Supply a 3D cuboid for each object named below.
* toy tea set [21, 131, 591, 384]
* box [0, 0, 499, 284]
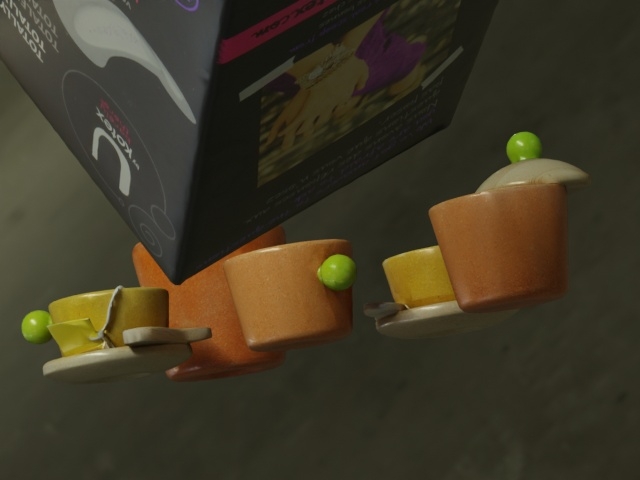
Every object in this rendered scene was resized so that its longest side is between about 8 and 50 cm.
[{"bbox_3d":[0.000,0.000,1.128,0.336,0.124,0.200,-12,-8,20],"label":"toy tea set"},{"bbox_3d":[-0.029,-0.131,0.673,0.143,0.165,0.270,-31,-17,-22],"label":"box"}]
